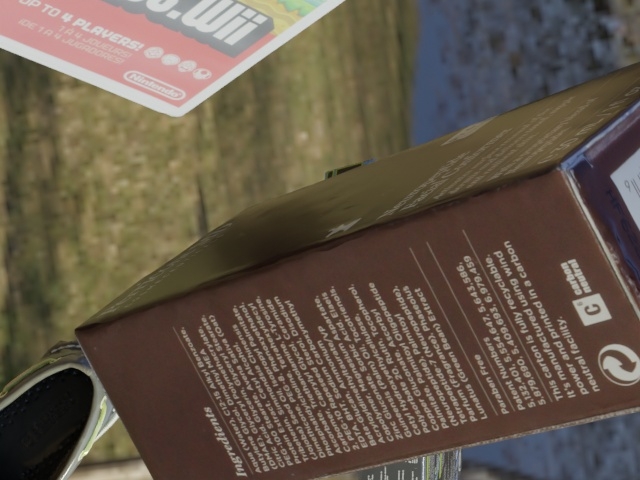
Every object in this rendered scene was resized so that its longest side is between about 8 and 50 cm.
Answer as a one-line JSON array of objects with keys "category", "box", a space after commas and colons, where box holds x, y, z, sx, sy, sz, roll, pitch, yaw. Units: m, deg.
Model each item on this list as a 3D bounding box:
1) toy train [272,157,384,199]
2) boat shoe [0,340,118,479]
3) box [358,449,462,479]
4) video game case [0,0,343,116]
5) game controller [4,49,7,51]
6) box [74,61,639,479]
[{"category": "toy train", "box": [0.000, 0.000, 1.529, 0.080, 0.184, 0.105, 41, 46, -40]}, {"category": "boat shoe", "box": [-0.281, 0.207, 1.517, 0.109, 0.305, 0.091, 41, 1, 3]}, {"category": "box", "box": [0.083, 0.156, 1.602, 0.216, 0.060, 0.270, -64, 157, -57]}, {"category": "video game case", "box": [-0.053, -0.154, 0.782, 0.204, 0.285, 0.025, 20, 53, -38]}, {"category": "game controller", "box": [-0.189, -0.172, 1.190, 0.319, 0.166, 0.067, 47, 54, -82]}, {"category": "box", "box": [0.061, 0.027, 1.034, 0.191, 0.381, 0.143, -38, 102, -47]}]
